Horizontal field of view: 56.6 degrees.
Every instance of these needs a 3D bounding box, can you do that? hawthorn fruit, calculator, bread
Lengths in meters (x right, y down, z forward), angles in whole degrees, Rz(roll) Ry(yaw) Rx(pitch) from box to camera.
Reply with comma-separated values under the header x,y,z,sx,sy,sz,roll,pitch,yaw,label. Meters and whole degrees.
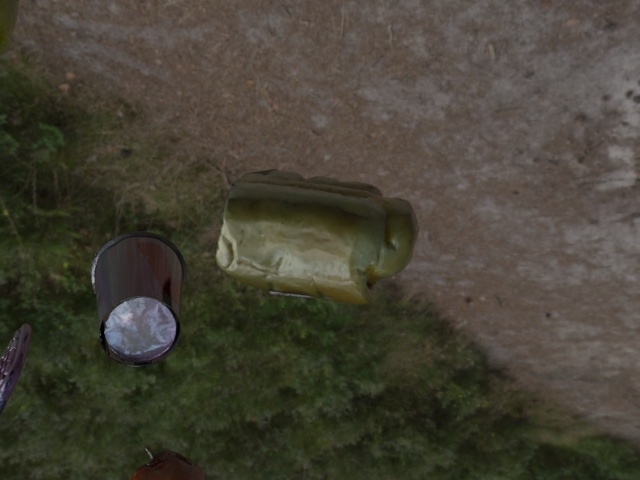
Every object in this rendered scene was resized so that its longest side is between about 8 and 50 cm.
x,y,z,sx,sy,sz,roll,pitch,yaw,label
-0.126,0.217,0.495,0.077,0.077,0.077,5,159,2,hawthorn fruit
-0.639,0.299,1.175,0.043,0.294,0.194,29,-168,-27,calculator
0.000,0.000,1.052,0.341,0.210,0.300,6,-164,-4,bread

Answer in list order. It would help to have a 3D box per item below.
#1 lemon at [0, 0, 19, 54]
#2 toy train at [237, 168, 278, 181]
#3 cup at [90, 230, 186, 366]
x,y,z,sx,sy,sz,roll,pitch,yaw,label
-0.411,-0.279,0.613,0.184,0.248,0.184,-5,179,0,lemon
-0.103,-0.047,1.382,0.159,0.326,0.129,-12,131,-23,toy train
-0.344,0.116,1.139,0.203,0.203,0.288,14,-168,-20,cup
